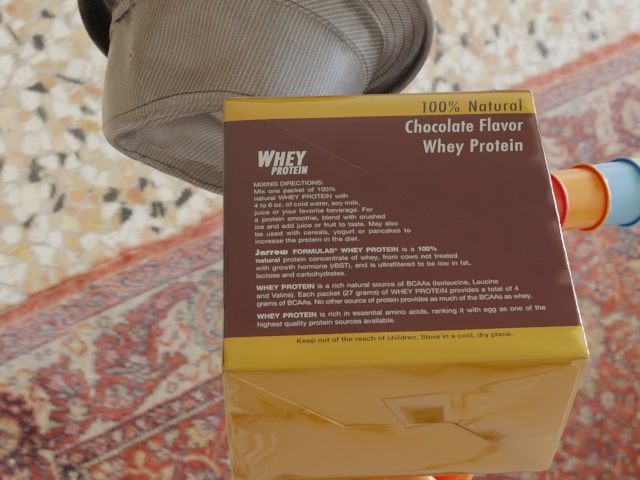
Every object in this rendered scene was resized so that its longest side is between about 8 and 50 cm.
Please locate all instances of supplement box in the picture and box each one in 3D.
[{"bbox_3d":[0.039,0.025,0.736,0.191,0.129,0.194,-2,52,-3],"label":"supplement box"}]

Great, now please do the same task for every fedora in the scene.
[{"bbox_3d":[-0.063,-0.111,0.874,0.243,0.275,0.124,29,64,-32],"label":"fedora"}]

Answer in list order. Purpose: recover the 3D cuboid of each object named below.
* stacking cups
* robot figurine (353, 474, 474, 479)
[{"bbox_3d":[0.327,-0.049,1.442,0.316,0.096,0.096,-9,92,-29],"label":"stacking cups"},{"bbox_3d":[0.045,0.263,1.109,0.128,0.158,0.219,36,80,16],"label":"robot figurine"}]
